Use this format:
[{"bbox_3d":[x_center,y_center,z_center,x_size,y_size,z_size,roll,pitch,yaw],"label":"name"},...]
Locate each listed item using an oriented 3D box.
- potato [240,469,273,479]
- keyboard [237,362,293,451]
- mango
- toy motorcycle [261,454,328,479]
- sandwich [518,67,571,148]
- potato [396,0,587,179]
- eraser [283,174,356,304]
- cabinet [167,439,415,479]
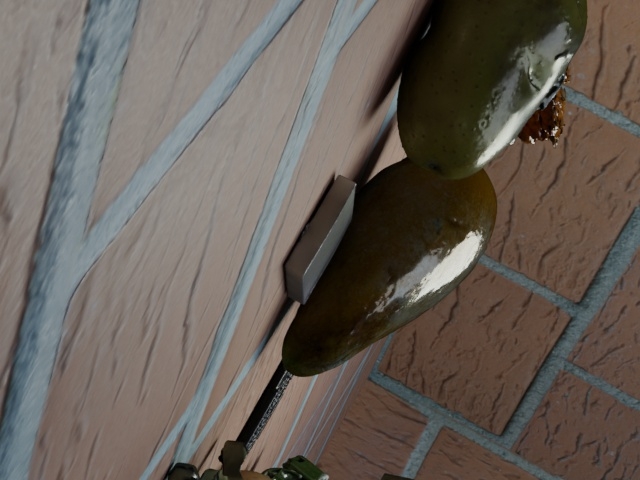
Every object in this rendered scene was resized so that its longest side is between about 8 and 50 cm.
[{"bbox_3d":[-0.086,0.320,2.036,0.112,0.112,0.147,-61,178,0],"label":"potato"},{"bbox_3d":[-0.043,0.163,2.095,0.262,0.016,0.106,-61,174,-9],"label":"keyboard"},{"bbox_3d":[0.069,0.022,1.842,0.316,0.146,0.193,-43,165,-25],"label":"mango"},{"bbox_3d":[-0.070,0.385,2.457,0.275,0.127,0.205,-36,153,-61],"label":"toy motorcycle"},{"bbox_3d":[0.218,-0.203,2.017,0.079,0.159,0.235,-44,142,-56],"label":"sandwich"},{"bbox_3d":[0.163,-0.174,1.664,0.248,0.143,0.169,-60,164,-6],"label":"potato"},{"bbox_3d":[0.000,0.000,1.669,0.104,0.023,0.150,-60,174,-11],"label":"eraser"},{"bbox_3d":[-0.047,0.378,1.695,0.290,0.227,0.318,11,88,-82],"label":"cabinet"}]
